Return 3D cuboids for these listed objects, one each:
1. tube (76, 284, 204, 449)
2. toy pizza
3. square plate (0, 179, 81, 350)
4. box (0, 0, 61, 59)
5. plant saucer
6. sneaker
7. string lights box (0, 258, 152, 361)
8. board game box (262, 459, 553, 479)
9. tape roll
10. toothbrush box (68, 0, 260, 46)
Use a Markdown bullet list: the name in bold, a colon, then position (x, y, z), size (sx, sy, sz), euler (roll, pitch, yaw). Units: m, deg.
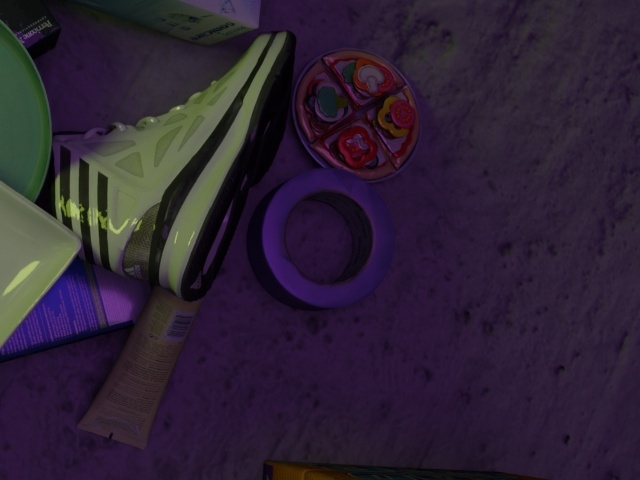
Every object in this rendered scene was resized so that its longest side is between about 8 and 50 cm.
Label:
- **tube**: position (-0.219, 0.153, 1.334), size (0.070, 0.062, 0.240), euler (36, 112, 24)
- **toy pizza**: position (0.057, -0.180, 1.515), size (0.201, 0.032, 0.201), euler (5, 75, -21)
- **square plate**: position (-0.498, 0.042, 1.206), size (0.344, 0.049, 0.347), euler (36, 86, 4)
- **box**: position (-0.434, -0.276, 1.335), size (0.156, 0.093, 0.158), euler (-38, 98, -19)
- **plant saucer**: position (-0.456, -0.134, 1.259), size (0.317, 0.044, 0.318), euler (2, 100, 9)
- **sneaker**: position (-0.195, -0.141, 1.341), size (0.257, 0.169, 0.448), euler (16, 48, 7)
- **string lights box**: position (-0.346, 0.069, 1.331), size (0.259, 0.077, 0.133), euler (-14, 88, -20)
- **board game box**: position (0.135, 0.465, 1.302), size (0.356, 0.356, 0.357), euler (7, 81, -19)
- **tape roll**: position (0.000, 0.000, 1.460), size (0.189, 0.080, 0.189), euler (3, 82, -20)
- **toothbrush box**: position (-0.219, -0.396, 1.362), size (0.295, 0.126, 0.216), euler (13, 78, -39)
